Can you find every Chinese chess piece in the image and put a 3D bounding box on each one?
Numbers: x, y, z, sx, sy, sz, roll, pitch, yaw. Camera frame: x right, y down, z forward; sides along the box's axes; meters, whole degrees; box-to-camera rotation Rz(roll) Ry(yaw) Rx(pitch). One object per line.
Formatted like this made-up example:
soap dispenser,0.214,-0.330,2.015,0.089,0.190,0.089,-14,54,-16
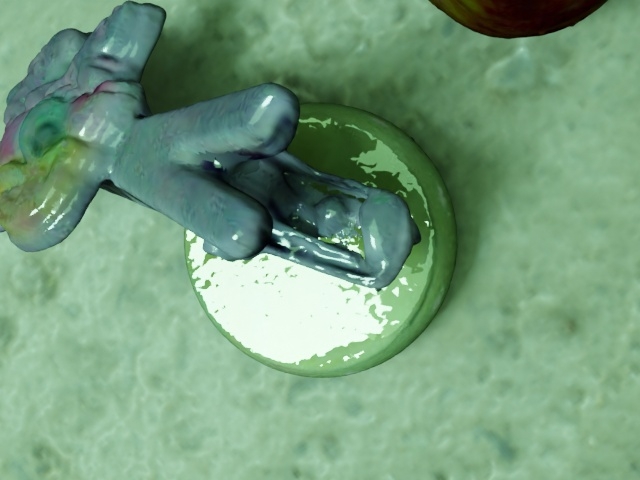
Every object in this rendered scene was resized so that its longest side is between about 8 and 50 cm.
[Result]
Chinese chess piece,0.000,0.000,0.554,0.144,0.058,0.144,1,94,15

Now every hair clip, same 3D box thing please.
hair clip,-0.087,-0.048,0.503,0.279,0.090,0.137,16,82,35

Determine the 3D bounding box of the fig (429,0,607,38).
fig,0.101,-0.176,0.470,0.202,0.148,0.149,-26,53,25
